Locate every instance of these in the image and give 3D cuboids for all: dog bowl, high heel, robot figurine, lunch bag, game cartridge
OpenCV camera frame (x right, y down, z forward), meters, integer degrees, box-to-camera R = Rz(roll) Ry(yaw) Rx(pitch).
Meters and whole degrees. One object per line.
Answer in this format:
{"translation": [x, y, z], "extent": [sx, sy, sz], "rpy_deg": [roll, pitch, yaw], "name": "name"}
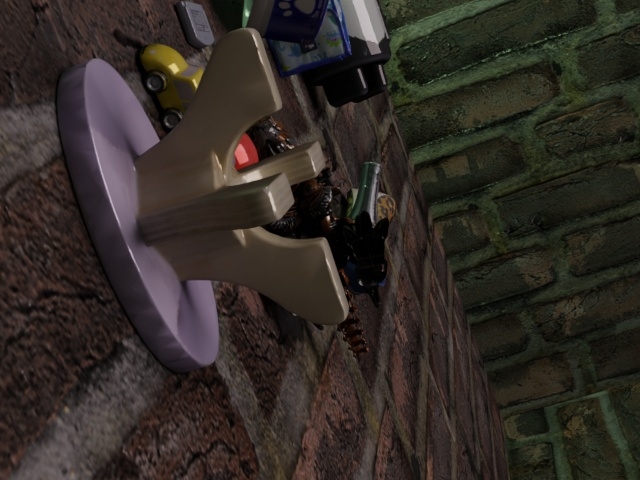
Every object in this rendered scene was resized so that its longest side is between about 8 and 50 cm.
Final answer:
{"translation": [-0.041, -0.422, 1.471], "extent": [0.265, 0.104, 0.264], "rpy_deg": [-172, -90, -80], "name": "dog bowl"}
{"translation": [0.082, -0.011, 1.879], "extent": [0.261, 0.093, 0.186], "rpy_deg": [76, 23, -69], "name": "high heel"}
{"translation": [0.036, -0.402, 1.933], "extent": [0.209, 0.174, 0.278], "rpy_deg": [-21, 94, -81], "name": "robot figurine"}
{"translation": [-0.024, -0.360, 1.707], "extent": [0.096, 0.129, 0.151], "rpy_deg": [31, 44, -71], "name": "lunch bag"}
{"translation": [-0.154, -0.265, 1.248], "extent": [0.083, 0.017, 0.056], "rpy_deg": [-42, 110, -77], "name": "game cartridge"}
{"translation": [0.055, 0.038, 1.640], "extent": [0.067, 0.065, 0.098], "rpy_deg": [11, 62, -59], "name": "lunch bag"}

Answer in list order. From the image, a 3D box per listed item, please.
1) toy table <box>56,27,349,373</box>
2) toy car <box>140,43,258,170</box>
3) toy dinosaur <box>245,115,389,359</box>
{"translation": [-0.090, -0.036, 0.844], "extent": [0.252, 0.161, 0.274], "rpy_deg": [-80, 151, -66], "name": "toy table"}
{"translation": [-0.110, -0.071, 1.061], "extent": [0.239, 0.053, 0.225], "rpy_deg": [55, 20, -54], "name": "toy car"}
{"translation": [0.000, 0.000, 1.268], "extent": [0.322, 0.164, 0.218], "rpy_deg": [44, 5, -20], "name": "toy dinosaur"}
